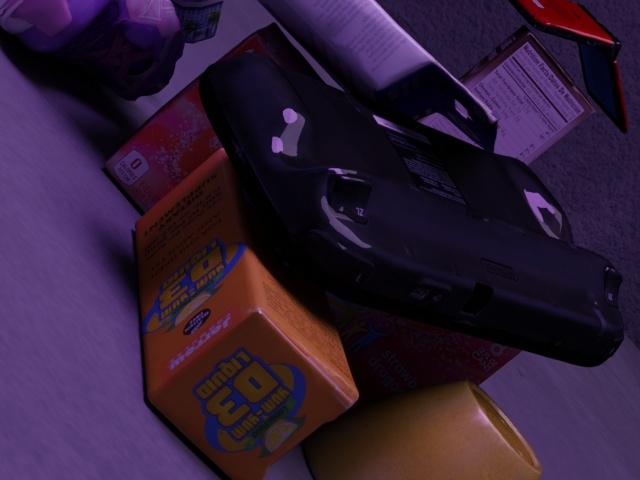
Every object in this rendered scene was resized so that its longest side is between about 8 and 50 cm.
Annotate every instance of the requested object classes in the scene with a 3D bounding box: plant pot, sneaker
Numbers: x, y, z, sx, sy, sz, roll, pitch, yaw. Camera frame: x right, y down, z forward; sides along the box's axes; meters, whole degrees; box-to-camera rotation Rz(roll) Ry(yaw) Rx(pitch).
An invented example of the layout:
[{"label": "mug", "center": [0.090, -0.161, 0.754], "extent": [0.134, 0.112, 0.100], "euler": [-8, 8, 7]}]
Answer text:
[{"label": "plant pot", "center": [0.069, 0.135, 1.085], "extent": [0.134, 0.095, 0.134], "euler": [48, 10, -11]}, {"label": "sneaker", "center": [-0.137, -0.141, 1.242], "extent": [0.105, 0.095, 0.236], "euler": [57, 8, -5]}]

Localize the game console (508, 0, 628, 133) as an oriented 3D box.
[{"label": "game console", "center": [0.231, -0.174, 1.790], "extent": [0.124, 0.085, 0.144], "euler": [14, 18, -13]}]

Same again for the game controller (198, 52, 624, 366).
[{"label": "game controller", "center": [0.060, -0.014, 1.087], "extent": [0.319, 0.067, 0.166], "euler": [18, 27, -50]}]

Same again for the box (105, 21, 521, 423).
[{"label": "box", "center": [0.000, 0.000, 1.194], "extent": [0.257, 0.128, 0.122], "euler": [50, 9, -5]}]

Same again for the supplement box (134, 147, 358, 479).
[{"label": "supplement box", "center": [-0.045, 0.034, 1.003], "extent": [0.080, 0.078, 0.233], "euler": [46, 9, -23]}]

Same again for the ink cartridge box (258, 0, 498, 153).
[{"label": "ink cartridge box", "center": [0.019, -0.128, 1.201], "extent": [0.224, 0.045, 0.223], "euler": [45, 1, 6]}]

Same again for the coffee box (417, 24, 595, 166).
[{"label": "coffee box", "center": [0.130, -0.086, 1.780], "extent": [0.098, 0.246, 0.141], "euler": [49, 9, -5]}]

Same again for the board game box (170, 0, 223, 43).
[{"label": "board game box", "center": [-0.140, -0.267, 1.361], "extent": [0.194, 0.060, 0.194], "euler": [44, -38, 25]}]
